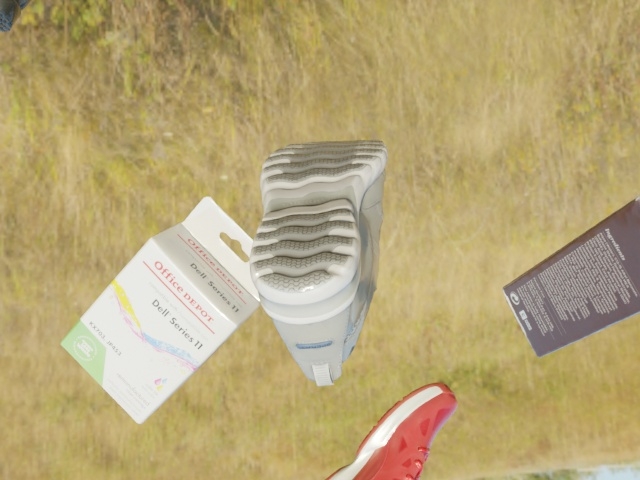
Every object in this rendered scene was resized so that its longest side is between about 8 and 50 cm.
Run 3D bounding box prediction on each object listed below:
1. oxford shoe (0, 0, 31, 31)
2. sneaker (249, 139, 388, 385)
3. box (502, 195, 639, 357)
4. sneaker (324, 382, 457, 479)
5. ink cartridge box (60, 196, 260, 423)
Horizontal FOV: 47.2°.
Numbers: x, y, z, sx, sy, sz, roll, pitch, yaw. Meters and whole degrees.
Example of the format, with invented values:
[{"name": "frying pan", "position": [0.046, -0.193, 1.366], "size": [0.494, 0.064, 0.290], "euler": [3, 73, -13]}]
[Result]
[{"name": "oxford shoe", "position": [-0.392, -0.318, 0.741], "size": [0.227, 0.096, 0.083], "euler": [36, 159, -23]}, {"name": "sneaker", "position": [0.000, 0.000, 0.607], "size": [0.105, 0.115, 0.281], "euler": [0, -149, 13]}, {"name": "box", "position": [0.457, 0.042, 1.090], "size": [0.191, 0.143, 0.381], "euler": [-19, 163, -20]}, {"name": "sneaker", "position": [0.087, 0.254, 0.728], "size": [0.221, 0.128, 0.087], "euler": [-44, 146, -10]}, {"name": "ink cartridge box", "position": [-0.252, 0.118, 1.245], "size": [0.353, 0.207, 0.119], "euler": [-46, 179, 22]}]
